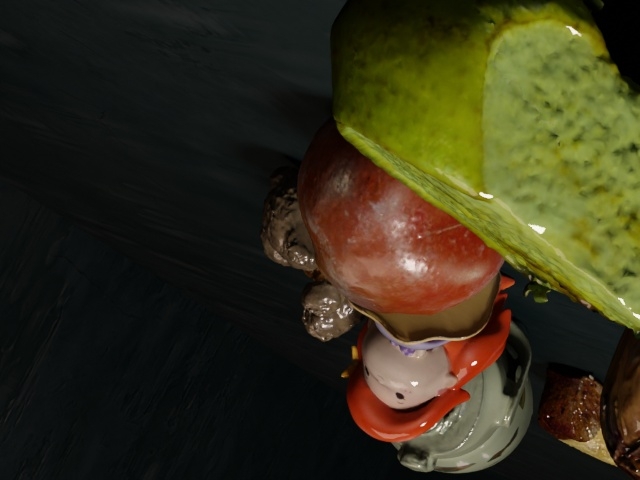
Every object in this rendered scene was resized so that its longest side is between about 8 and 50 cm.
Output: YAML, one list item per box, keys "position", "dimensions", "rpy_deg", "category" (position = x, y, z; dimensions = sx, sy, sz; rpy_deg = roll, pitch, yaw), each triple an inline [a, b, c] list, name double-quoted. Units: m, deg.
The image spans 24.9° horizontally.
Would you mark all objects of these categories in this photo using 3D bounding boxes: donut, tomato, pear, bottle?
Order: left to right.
- position: [0.071, -0.010, 1.345]
  dimensions: [0.214, 0.155, 0.181]
  rpy_deg: [34, 164, -29]
  category: "tomato"
- position: [0.161, 0.185, 1.857]
  dimensions: [0.229, 0.229, 0.352]
  rpy_deg: [24, 176, 15]
  category: "bottle"
- position: [0.118, -0.077, 0.879]
  dimensions: [0.255, 0.164, 0.238]
  rpy_deg: [35, 179, -12]
  category: "pear"
- position: [0.379, 0.253, 2.041]
  dimensions: [0.217, 0.085, 0.141]
  rpy_deg: [32, 169, -35]
  category: "donut"

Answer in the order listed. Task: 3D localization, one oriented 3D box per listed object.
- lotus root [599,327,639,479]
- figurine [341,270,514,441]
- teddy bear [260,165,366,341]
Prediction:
- position: [0.359, 0.153, 1.243]
  dimensions: [0.272, 0.192, 0.272]
  rpy_deg: [30, 179, 0]
  category: "lotus root"
- position: [0.118, 0.096, 1.591]
  dimensions: [0.181, 0.208, 0.257]
  rpy_deg: [9, 150, 5]
  category: "figurine"
- position: [0.000, 0.000, 1.641]
  dimensions: [0.140, 0.177, 0.190]
  rpy_deg: [-26, 147, 17]
  category: "teddy bear"
